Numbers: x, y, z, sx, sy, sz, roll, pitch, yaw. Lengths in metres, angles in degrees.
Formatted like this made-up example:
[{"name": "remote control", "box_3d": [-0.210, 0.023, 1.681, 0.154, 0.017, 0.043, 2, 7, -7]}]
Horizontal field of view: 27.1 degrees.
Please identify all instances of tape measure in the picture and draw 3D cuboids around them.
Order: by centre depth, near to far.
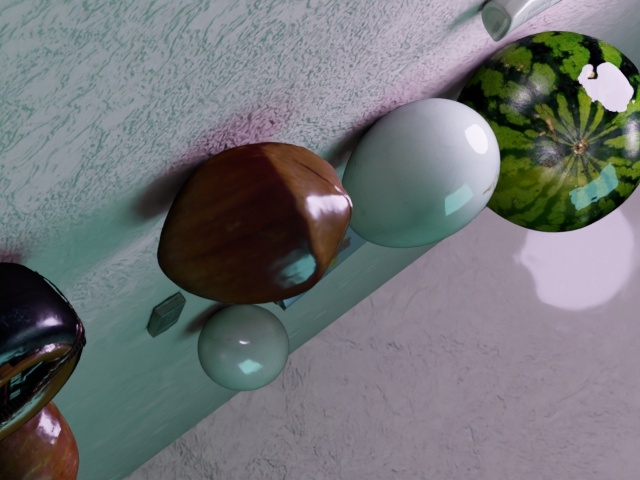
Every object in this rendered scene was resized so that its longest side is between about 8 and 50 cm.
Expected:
[{"name": "tape measure", "box_3d": [-0.328, 0.117, 1.231, 0.223, 0.135, 0.202, -35, 161, -29]}]

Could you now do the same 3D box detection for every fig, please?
[{"name": "fig", "box_3d": [-0.380, 0.258, 1.528, 0.205, 0.205, 0.205, -36, 171, -6]}]

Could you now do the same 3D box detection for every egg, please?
[{"name": "egg", "box_3d": [0.127, -0.084, 1.774, 0.183, 0.182, 0.264, -29, 174, -42]}, {"name": "egg", "box_3d": [-0.134, 0.182, 2.266, 0.151, 0.151, 0.209, -38, 166, 10]}]

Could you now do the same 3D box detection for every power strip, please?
[{"name": "power strip", "box_3d": [-0.228, 0.112, 1.961, 0.051, 0.019, 0.136, -35, 171, -22]}]

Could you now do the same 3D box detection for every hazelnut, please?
[{"name": "hazelnut", "box_3d": [-0.070, -0.011, 1.411, 0.180, 0.181, 0.212, -62, 174, 19]}]

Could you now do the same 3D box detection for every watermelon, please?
[{"name": "watermelon", "box_3d": [0.326, -0.153, 1.882, 0.285, 0.285, 0.285, -36, 171, -6]}]

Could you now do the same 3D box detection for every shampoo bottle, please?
[{"name": "shampoo bottle", "box_3d": [0.287, -0.314, 1.625, 0.212, 0.049, 0.072, -33, 167, -23]}]

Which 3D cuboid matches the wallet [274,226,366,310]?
[{"name": "wallet", "box_3d": [0.000, 0.000, 2.104, 0.231, 0.069, 0.170, -38, 154, -10]}]
